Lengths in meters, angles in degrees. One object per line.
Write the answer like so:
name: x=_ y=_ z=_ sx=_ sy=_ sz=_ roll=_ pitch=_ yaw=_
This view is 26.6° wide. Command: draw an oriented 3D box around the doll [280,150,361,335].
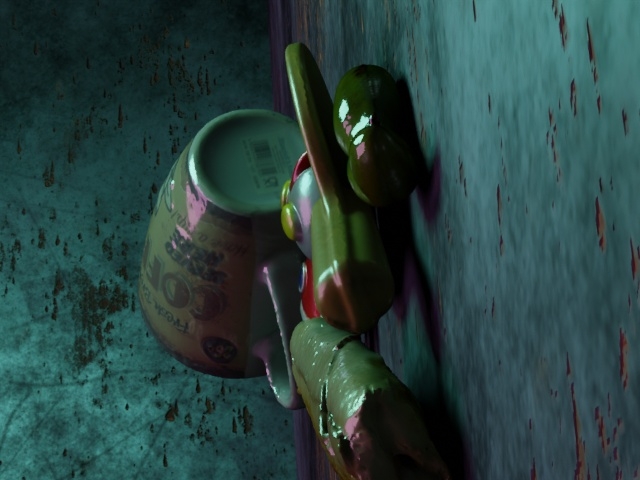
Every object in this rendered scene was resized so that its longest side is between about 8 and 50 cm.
doll: x=0.007 y=0.009 z=1.186 sx=0.142 sy=0.076 sz=0.245 roll=-97 pitch=1 yaw=-56

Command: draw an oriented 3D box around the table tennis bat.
table tennis bat: x=0.016 y=-0.028 z=0.960 sx=0.321 sy=0.050 sz=0.198 roll=-95 pitch=-13 yaw=-65

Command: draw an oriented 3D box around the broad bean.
broad bean: x=0.033 y=-0.073 z=0.878 sx=0.213 sy=0.048 sz=0.070 roll=-97 pitch=-4 yaw=-72

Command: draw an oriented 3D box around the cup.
cup: x=-0.067 y=0.024 z=1.411 sx=0.257 sy=0.227 sz=0.301 roll=101 pitch=149 yaw=-58

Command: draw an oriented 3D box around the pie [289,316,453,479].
pie: x=0.029 y=0.118 z=0.864 sx=0.128 sy=0.068 sz=0.282 roll=64 pitch=174 yaw=-8
